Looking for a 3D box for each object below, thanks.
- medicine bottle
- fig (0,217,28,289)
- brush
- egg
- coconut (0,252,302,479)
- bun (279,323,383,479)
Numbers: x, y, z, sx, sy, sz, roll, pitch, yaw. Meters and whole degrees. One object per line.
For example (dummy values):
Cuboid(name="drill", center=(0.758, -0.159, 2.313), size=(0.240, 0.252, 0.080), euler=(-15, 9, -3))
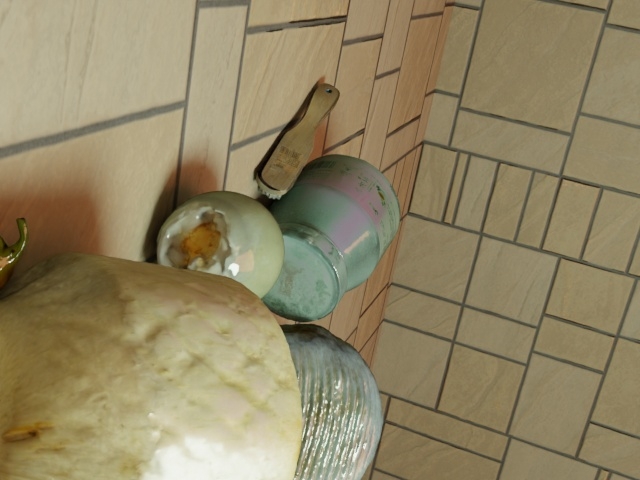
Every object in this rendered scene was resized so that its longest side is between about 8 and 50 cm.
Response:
Cuboid(name="medicine bottle", center=(0.000, 0.000, 1.598), size=(0.290, 0.245, 0.245), euler=(-54, 155, -49))
Cuboid(name="fig", center=(-0.321, 0.020, 0.772), size=(0.082, 0.098, 0.084), euler=(-163, -111, -88))
Cuboid(name="brush", center=(-0.041, -0.192, 1.600), size=(0.327, 0.070, 0.065), euler=(-63, 180, -38))
Cuboid(name="egg", center=(-0.141, 0.019, 1.233), size=(0.217, 0.183, 0.183), euler=(27, 80, -67))
Cuboid(name="coconut", center=(-0.211, 0.211, 0.900), size=(0.415, 0.345, 0.415), euler=(-25, 130, -33))
Cuboid(name="bun", center=(-0.059, 0.320, 1.502), size=(0.362, 0.211, 0.361), euler=(-1, 91, -39))
